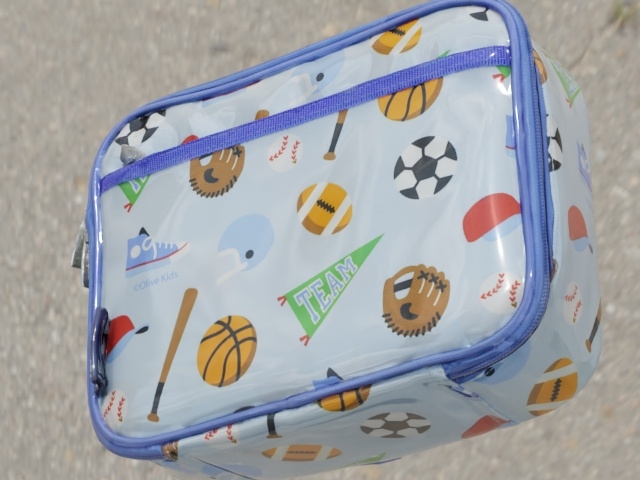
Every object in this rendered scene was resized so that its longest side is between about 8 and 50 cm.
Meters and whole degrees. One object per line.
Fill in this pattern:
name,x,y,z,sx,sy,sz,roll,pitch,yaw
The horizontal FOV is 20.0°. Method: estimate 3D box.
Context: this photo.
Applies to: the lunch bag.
lunch bag,0.000,0.000,0.994,0.303,0.115,0.243,-15,62,27
